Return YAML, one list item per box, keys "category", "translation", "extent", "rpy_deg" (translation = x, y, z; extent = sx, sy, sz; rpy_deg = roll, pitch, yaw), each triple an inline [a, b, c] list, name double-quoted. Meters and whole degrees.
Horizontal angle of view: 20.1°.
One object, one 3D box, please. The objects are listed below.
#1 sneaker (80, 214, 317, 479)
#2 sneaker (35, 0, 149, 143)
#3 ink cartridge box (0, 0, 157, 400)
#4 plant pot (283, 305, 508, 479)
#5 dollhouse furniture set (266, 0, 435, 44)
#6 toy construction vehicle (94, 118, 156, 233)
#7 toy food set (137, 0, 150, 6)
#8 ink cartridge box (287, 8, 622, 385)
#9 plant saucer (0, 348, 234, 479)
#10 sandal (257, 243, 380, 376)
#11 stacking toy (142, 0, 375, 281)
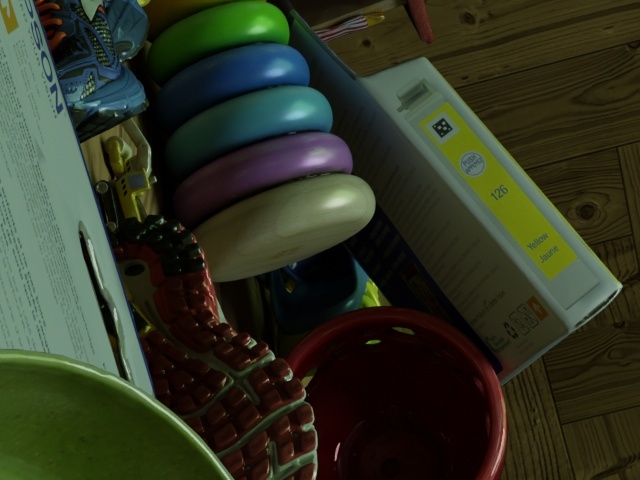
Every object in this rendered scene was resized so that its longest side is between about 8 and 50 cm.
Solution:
- category: "sneaker"
  translation: [-0.057, 0.084, 0.886]
  extent: [0.225, 0.088, 0.093]
  rpy_deg: [-118, -167, -46]
- category: "sneaker"
  translation: [-0.134, -0.095, 0.844]
  extent: [0.087, 0.083, 0.221]
  rpy_deg: [59, 6, -23]
- category: "ink cartridge box"
  translation: [-0.111, 0.073, 0.607]
  extent: [0.330, 0.071, 0.324]
  rpy_deg: [-96, 171, -77]
- category: "plant pot"
  translation: [0.058, 0.168, 1.457]
  extent: [0.174, 0.191, 0.191]
  rpy_deg: [70, 7, -67]
- category: "dollhouse furniture set"
  translation: [-0.052, -0.306, 1.593]
  extent: [0.152, 0.201, 0.374]
  rpy_deg: [70, 2, -46]
- category: "toy construction vehicle"
  translation: [-0.106, -0.023, 1.073]
  extent: [0.086, 0.035, 0.098]
  rpy_deg: [58, 19, -73]
- category: "toy food set"
  translation: [-0.134, -0.235, 1.161]
  extent: [0.218, 0.071, 0.128]
  rpy_deg: [61, 15, -69]
- category: "ink cartridge box"
  translation: [0.078, -0.028, 1.429]
  extent: [0.307, 0.072, 0.303]
  rpy_deg: [53, -15, 7]
- category: "plant saucer"
  translation: [-0.082, 0.146, 0.411]
  extent: [0.241, 0.037, 0.241]
  rpy_deg: [12, 75, -54]
- category: "sandal"
  translation: [0.000, 0.000, 1.691]
  extent: [0.317, 0.126, 0.138]
  rpy_deg: [-94, 164, -70]
- category: "stacking toy"
  translation: [-0.080, -0.144, 1.289]
  extent: [0.141, 0.141, 0.330]
  rpy_deg: [46, 23, -79]
